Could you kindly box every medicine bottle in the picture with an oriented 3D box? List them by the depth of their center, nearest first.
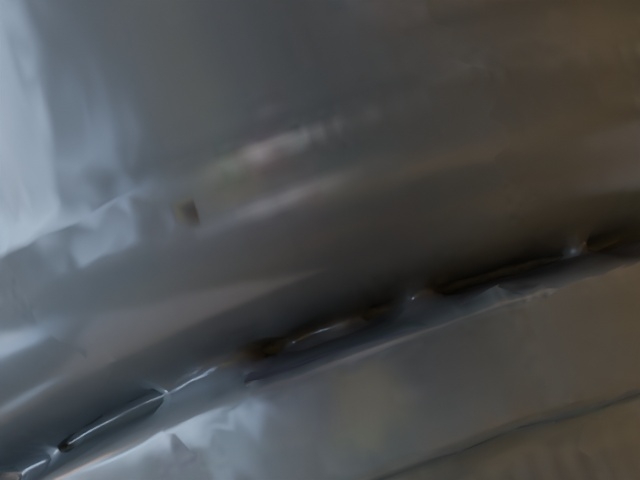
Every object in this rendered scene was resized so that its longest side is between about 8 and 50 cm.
[{"bbox_3d":[0.000,0.000,0.439,0.245,0.245,0.306,-16,-103,-15],"label":"medicine bottle"}]
